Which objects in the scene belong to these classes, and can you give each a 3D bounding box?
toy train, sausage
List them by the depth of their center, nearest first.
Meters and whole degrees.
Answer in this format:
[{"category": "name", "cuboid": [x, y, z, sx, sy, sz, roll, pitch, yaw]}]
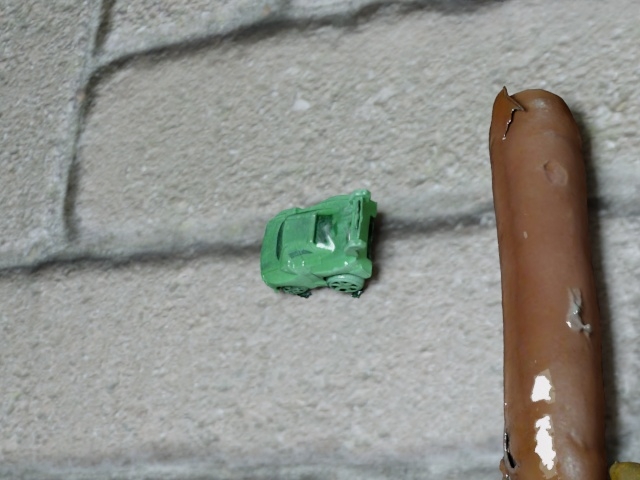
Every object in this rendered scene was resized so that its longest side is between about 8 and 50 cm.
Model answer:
[{"category": "sausage", "cuboid": [0.199, 0.054, 1.734, 0.094, 0.094, 0.419, -1, 64, 1]}, {"category": "toy train", "cuboid": [0.000, 0.000, 1.913, 0.149, 0.081, 0.099, -8, 65, 33]}]

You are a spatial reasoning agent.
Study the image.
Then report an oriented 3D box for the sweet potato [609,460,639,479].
[{"category": "sweet potato", "cuboid": [0.307, 0.252, 1.586, 0.065, 0.051, 0.218, -44, 51, 6]}]
